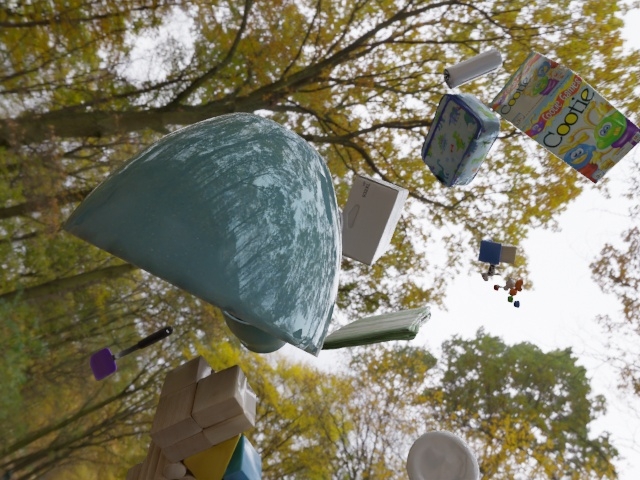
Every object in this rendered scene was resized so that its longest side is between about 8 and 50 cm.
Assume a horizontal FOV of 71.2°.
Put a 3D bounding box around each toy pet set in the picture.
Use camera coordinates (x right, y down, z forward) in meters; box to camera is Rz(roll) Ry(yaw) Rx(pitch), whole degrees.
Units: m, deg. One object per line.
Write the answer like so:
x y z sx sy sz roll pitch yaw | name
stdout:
0.342 0.059 0.876 0.065 0.122 0.114 5 -81 0 | toy pet set

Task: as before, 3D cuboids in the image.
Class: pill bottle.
0.304 0.576 1.107 0.162 0.162 0.278 35 -16 32 | pill bottle

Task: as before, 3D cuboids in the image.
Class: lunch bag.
0.353 -0.261 1.166 0.219 0.090 0.176 105 -32 -46 | lunch bag

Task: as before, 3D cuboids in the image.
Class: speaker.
0.380 -0.431 1.122 0.055 0.136 0.055 -23 90 -89 | speaker

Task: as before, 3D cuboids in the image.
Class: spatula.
-0.590 0.339 1.393 0.084 0.296 0.030 63 0 8 | spatula

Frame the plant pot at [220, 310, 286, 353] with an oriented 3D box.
-0.178 0.211 1.389 0.271 0.271 0.255 41 -32 27 | plant pot

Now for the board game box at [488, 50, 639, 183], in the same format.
0.540 -0.266 0.985 0.144 0.275 0.142 -54 -153 27 | board game box

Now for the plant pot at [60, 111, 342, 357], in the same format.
-0.092 -0.024 0.501 0.290 0.195 0.290 25 -13 6 | plant pot

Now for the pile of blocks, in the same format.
-0.141 0.266 0.483 0.362 0.148 0.113 -61 -163 19 | pile of blocks

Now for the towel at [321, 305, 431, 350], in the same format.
0.156 0.229 1.166 0.247 0.325 0.038 -13 -94 21 | towel

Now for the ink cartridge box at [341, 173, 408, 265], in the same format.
0.156 -0.067 1.333 0.129 0.307 0.223 23 -78 13 | ink cartridge box

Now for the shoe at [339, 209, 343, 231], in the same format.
0.000 0.000 1.149 0.063 0.081 0.178 28 -73 22 | shoe
